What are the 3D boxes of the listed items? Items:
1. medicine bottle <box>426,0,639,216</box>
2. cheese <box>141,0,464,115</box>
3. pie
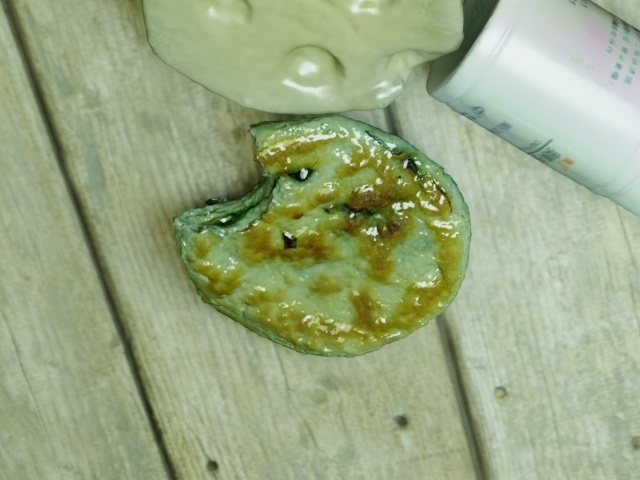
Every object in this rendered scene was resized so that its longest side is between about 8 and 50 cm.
[{"bbox_3d":[0.243,-0.139,1.132,0.254,0.152,0.152,30,107,-11],"label":"medicine bottle"},{"bbox_3d":[-0.005,-0.242,1.038,0.326,0.115,0.318,-27,135,37],"label":"cheese"},{"bbox_3d":[0.006,0.004,1.203,0.302,0.067,0.303,-2,127,-3],"label":"pie"}]
